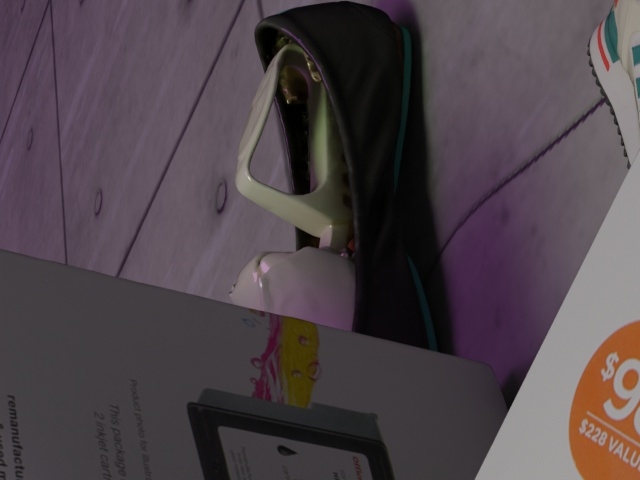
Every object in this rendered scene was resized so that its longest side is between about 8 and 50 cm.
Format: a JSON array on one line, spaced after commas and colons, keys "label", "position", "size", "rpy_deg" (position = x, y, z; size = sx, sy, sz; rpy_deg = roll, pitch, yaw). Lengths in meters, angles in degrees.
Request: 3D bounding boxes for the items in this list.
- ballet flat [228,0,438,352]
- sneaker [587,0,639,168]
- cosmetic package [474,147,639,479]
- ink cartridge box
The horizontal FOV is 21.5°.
[{"label": "ballet flat", "position": [0.000, 0.000, 0.877], "size": [0.095, 0.096, 0.280], "rpy_deg": [132, 139, -54]}, {"label": "sneaker", "position": [0.142, -0.058, 0.591], "size": [0.161, 0.057, 0.075], "rpy_deg": [-104, 24, -49]}, {"label": "cosmetic package", "position": [0.147, 0.154, 0.334], "size": [0.284, 0.097, 0.377], "rpy_deg": [-63, 32, 8]}, {"label": "ink cartridge box", "position": [-0.060, 0.157, 0.688], "size": [0.198, 0.270, 0.197], "rpy_deg": [-49, 41, 35]}]
